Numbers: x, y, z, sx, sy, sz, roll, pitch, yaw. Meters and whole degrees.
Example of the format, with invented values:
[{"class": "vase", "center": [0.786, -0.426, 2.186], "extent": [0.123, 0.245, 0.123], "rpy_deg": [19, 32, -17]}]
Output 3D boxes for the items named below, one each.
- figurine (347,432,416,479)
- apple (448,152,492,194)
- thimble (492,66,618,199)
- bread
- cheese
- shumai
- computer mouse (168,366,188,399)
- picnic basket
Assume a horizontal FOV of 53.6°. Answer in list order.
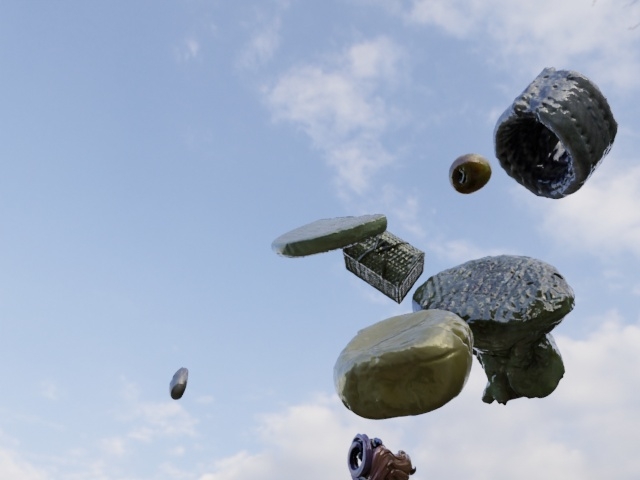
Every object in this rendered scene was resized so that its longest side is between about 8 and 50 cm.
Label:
[{"class": "figurine", "center": [0.135, 0.503, 1.399], "extent": [0.157, 0.114, 0.126], "rpy_deg": [24, -84, -3]}, {"class": "apple", "center": [0.399, -0.174, 1.674], "extent": [0.102, 0.099, 0.114], "rpy_deg": [-14, -48, -41]}, {"class": "thimble", "center": [0.480, -0.220, 1.306], "extent": [0.157, 0.217, 0.245], "rpy_deg": [-47, -47, -19]}, {"class": "bread", "center": [-0.005, 0.001, 0.814], "extent": [0.112, 0.036, 0.193], "rpy_deg": [-20, 7, -25]}, {"class": "cheese", "center": [0.131, 0.187, 1.008], "extent": [0.226, 0.214, 0.117], "rpy_deg": [-14, -79, 18]}, {"class": "shumai", "center": [0.438, 0.228, 1.548], "extent": [0.397, 0.324, 0.323], "rpy_deg": [7, -56, 52]}, {"class": "computer mouse", "center": [-0.370, 0.368, 1.637], "extent": [0.039, 0.096, 0.066], "rpy_deg": [21, -65, -17]}, {"class": "picnic basket", "center": [0.175, 0.050, 1.741], "extent": [0.196, 0.134, 0.154], "rpy_deg": [33, -21, 23]}]
